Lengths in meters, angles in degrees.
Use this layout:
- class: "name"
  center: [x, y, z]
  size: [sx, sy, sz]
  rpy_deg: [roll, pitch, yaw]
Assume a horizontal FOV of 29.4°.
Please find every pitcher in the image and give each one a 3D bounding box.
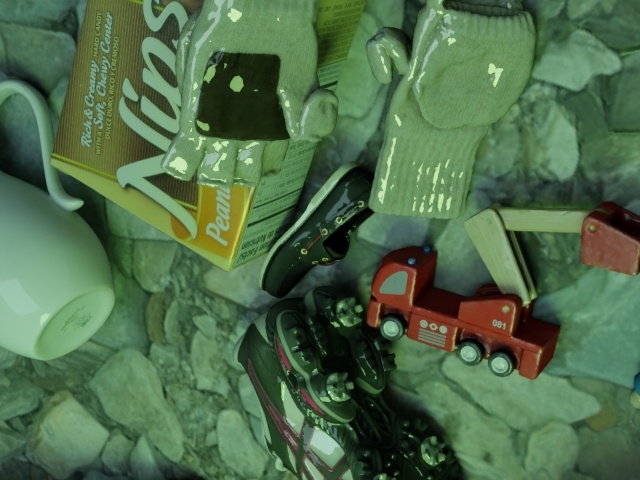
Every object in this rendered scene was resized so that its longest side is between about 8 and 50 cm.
- class: "pitcher"
  center: [-0.254, -0.018, 1.028]
  size: [0.207, 0.125, 0.177]
  rpy_deg: [45, 106, 21]

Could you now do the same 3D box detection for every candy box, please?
- class: "candy box"
  center: [-0.075, -0.159, 0.892]
  size: [0.183, 0.087, 0.316]
  rpy_deg: [30, 119, 21]

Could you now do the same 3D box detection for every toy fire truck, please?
- class: "toy fire truck"
  center: [0.130, 0.025, 0.872]
  size: [0.192, 0.047, 0.135]
  rpy_deg: [17, 114, 23]

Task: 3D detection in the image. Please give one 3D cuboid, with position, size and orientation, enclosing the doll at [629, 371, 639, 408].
- class: "doll"
  center: [0.270, 0.130, 0.832]
  size: [0.129, 0.046, 0.189]
  rpy_deg: [6, 110, 39]

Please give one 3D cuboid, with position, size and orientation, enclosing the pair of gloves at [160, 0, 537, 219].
- class: "pair of gloves"
  center: [0.025, -0.111, 0.812]
  size: [0.240, 0.042, 0.204]
  rpy_deg: [10, 117, -20]

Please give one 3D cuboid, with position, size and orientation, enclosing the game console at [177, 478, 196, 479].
- class: "game console"
  center: [-0.190, 0.369, 1.169]
  size: [0.250, 0.173, 0.293]
  rpy_deg: [1, 110, 60]

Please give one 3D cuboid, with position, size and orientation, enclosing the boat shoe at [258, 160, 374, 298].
- class: "boat shoe"
  center: [-0.001, 0.000, 0.932]
  size: [0.042, 0.049, 0.133]
  rpy_deg: [48, 117, 16]

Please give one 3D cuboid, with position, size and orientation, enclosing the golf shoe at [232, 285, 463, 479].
- class: "golf shoe"
  center: [0.027, 0.170, 0.960]
  size: [0.120, 0.105, 0.272]
  rpy_deg: [-26, 88, 48]
